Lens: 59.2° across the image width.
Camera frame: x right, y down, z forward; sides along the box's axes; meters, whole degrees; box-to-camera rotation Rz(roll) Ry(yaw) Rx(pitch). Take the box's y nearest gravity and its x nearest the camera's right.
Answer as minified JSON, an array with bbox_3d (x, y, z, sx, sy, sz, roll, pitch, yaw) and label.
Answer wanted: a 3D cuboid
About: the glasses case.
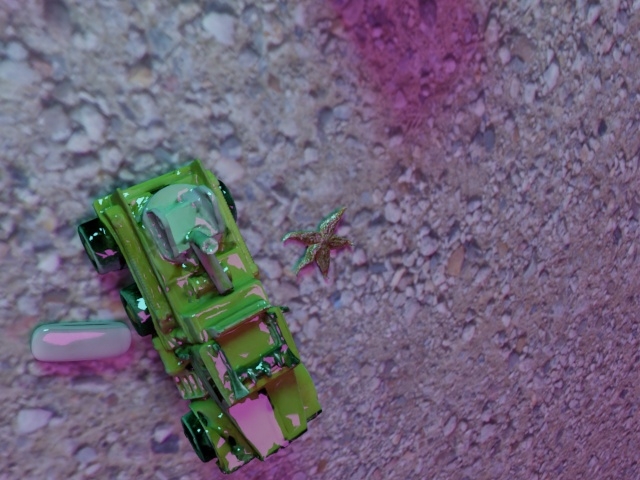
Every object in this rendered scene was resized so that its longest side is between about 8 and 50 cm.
[{"bbox_3d":[-0.210,0.089,0.497,0.083,0.021,0.032,3,107,-35],"label":"glasses case"}]

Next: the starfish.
[{"bbox_3d":[0.000,0.000,0.618,0.092,0.016,0.086,12,96,-34],"label":"starfish"}]

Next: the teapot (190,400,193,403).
[{"bbox_3d":[-0.095,0.132,0.573,0.088,0.066,0.057,-20,100,-52],"label":"teapot"}]

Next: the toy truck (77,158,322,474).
[{"bbox_3d":[-0.087,0.067,0.470,0.128,0.135,0.259,-26,100,-27],"label":"toy truck"}]
